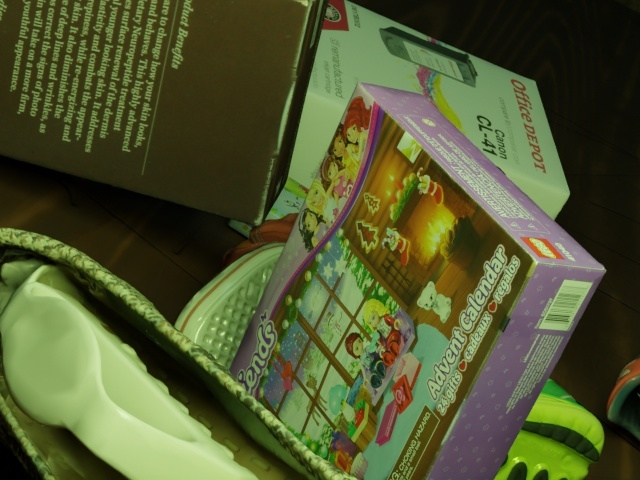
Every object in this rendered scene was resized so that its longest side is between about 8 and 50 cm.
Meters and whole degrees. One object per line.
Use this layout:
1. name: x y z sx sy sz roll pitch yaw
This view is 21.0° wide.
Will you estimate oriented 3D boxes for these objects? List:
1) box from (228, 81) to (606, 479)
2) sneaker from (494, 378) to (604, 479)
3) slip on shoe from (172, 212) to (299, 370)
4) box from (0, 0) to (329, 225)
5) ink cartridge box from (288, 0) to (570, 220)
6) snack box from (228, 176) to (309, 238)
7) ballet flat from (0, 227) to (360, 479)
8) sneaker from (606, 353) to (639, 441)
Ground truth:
1. box: 0.032 0.081 1.038 0.057 0.293 0.201 7 28 -36
2. sneaker: 0.083 0.104 1.307 0.295 0.109 0.123 33 8 -30
3. slip on shoe: -0.037 0.046 1.327 0.101 0.123 0.331 -3 17 24
4. box: -0.196 -0.164 1.381 0.381 0.191 0.143 16 20 5
5. ink cartridge box: 0.074 -0.112 1.723 0.306 0.131 0.226 19 33 -18
6. snack box: 0.000 0.000 1.545 0.141 0.037 0.100 33 23 15
7. ballet flat: -0.067 0.146 0.932 0.483 0.164 0.182 40 -10 35
8. sneaker: 0.384 0.206 1.423 0.350 0.131 0.148 32 28 30
